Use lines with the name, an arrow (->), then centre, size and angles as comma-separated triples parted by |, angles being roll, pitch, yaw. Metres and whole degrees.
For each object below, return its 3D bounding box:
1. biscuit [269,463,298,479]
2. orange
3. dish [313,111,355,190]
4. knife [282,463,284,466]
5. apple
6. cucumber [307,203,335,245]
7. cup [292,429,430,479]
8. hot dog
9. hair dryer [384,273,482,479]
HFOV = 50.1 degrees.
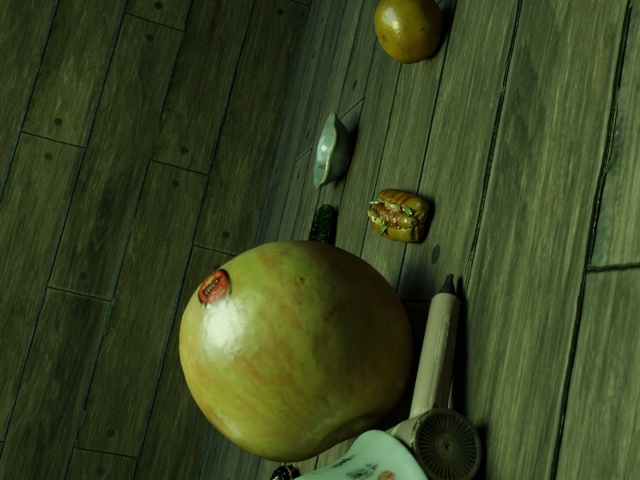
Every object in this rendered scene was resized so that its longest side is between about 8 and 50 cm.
biscuit -> -0.099, 0.639, 1.652 | 0.194, 0.053, 0.194 | -165, 90, -75
orange -> 0.192, -0.460, 1.462 | 0.136, 0.159, 0.159 | -33, 10, -9
dish -> 0.044, -0.249, 1.964 | 0.229, 0.081, 0.229 | -169, 90, -78
knife -> -0.086, 0.475, 1.828 | 0.063, 0.035, 0.260 | 159, 122, -78
apple -> -0.036, 0.194, 1.192 | 0.346, 0.392, 0.391 | 62, 143, 31
cucumber -> 0.001, 0.000, 1.886 | 0.074, 0.075, 0.241 | 126, 156, -56
cup -> 0.035, 0.433, 0.874 | 0.347, 0.163, 0.347 | 173, 90, -69
hot dog -> 0.144, -0.052, 1.363 | 0.250, 0.076, 0.104 | -139, 63, -73
hair dryer -> 0.166, 0.205, 1.015 | 0.189, 0.107, 0.344 | 124, 166, -59
